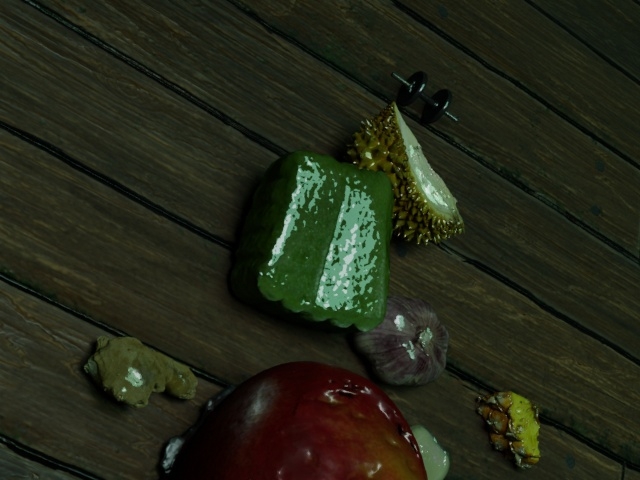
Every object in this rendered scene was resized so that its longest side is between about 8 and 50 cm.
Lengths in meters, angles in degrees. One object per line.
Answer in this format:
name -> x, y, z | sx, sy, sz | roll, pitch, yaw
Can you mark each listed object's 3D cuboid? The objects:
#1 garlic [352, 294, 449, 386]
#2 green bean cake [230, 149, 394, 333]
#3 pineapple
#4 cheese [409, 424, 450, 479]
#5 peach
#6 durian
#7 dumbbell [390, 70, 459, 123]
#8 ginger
garlic -> 0.132, 0.152, 2.033 | 0.159, 0.102, 0.147 | 36, 52, -22
green bean cake -> 0.000, 0.000, 1.951 | 0.222, 0.125, 0.248 | 20, 77, -24
pineapple -> 0.312, 0.296, 2.148 | 0.116, 0.069, 0.137 | -32, 102, -47
cheese -> 0.120, 0.360, 1.980 | 0.097, 0.037, 0.192 | 52, 49, -8
peach -> -0.019, 0.344, 1.740 | 0.339, 0.353, 0.416 | 41, 10, -26
durian -> 0.128, -0.087, 2.115 | 0.138, 0.183, 0.250 | -41, 104, -4
dumbbell -> 0.175, -0.240, 2.249 | 0.147, 0.069, 0.069 | 33, 55, -23
ginger -> -0.228, 0.183, 1.759 | 0.165, 0.067, 0.096 | 23, 38, -29
